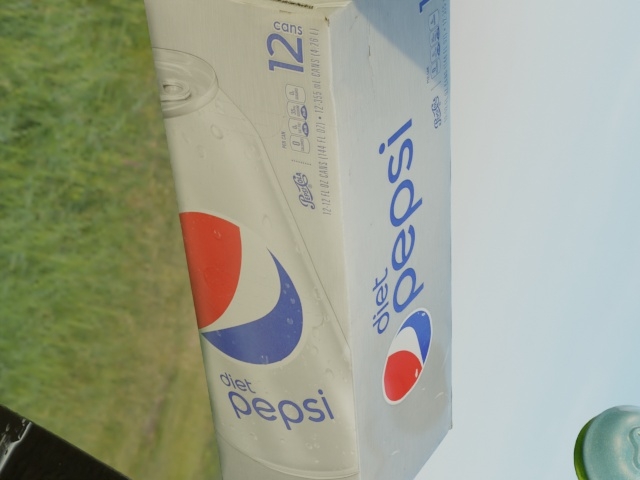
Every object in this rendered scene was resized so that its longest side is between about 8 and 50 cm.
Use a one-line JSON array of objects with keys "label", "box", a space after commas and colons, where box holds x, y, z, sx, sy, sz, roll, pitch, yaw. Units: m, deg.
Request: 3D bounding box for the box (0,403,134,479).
[{"label": "box", "box": [-0.059, 0.145, 0.461, 0.180, 0.147, 0.077, 10, -119, 55]}]

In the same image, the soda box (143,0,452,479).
[{"label": "soda box", "box": [0.000, 0.000, 0.577, 0.098, 0.091, 0.286, -45, 141, -41]}]

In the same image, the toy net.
[{"label": "toy net", "box": [0.179, 0.204, 0.699, 0.232, 0.122, 0.045, -62, -178, -28]}]
